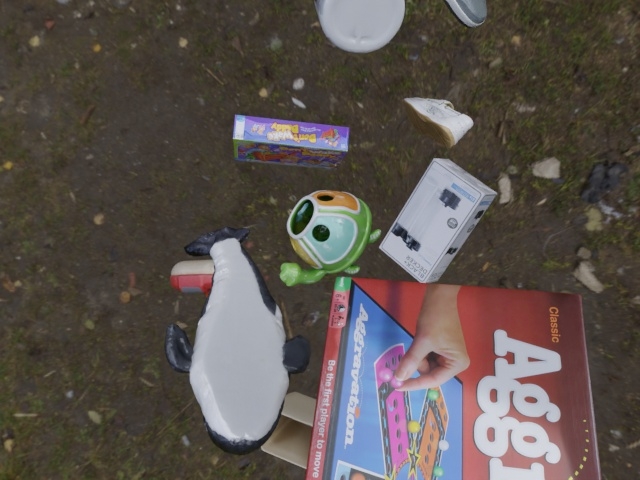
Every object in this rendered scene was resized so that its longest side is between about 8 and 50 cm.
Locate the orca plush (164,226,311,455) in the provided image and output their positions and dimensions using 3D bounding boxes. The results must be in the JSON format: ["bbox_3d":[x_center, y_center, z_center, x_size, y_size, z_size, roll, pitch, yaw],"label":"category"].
[{"bbox_3d":[-0.110,0.116,0.635,0.151,0.102,0.287,-8,48,-29],"label":"orca plush"}]

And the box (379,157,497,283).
[{"bbox_3d":[0.299,-0.048,1.452,0.169,0.087,0.290,43,119,25],"label":"box"}]

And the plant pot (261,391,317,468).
[{"bbox_3d":[-0.046,0.370,1.126,0.109,0.096,0.109,15,114,20],"label":"plant pot"}]

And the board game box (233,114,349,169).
[{"bbox_3d":[-0.100,-0.307,1.790,0.347,0.233,0.078,5,82,-6],"label":"board game box"}]

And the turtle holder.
[{"bbox_3d":[0.001,-0.018,1.752,0.320,0.227,0.243,-37,49,32],"label":"turtle holder"}]

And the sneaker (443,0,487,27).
[{"bbox_3d":[0.349,-0.633,1.231,0.124,0.178,0.295,-39,112,-28],"label":"sneaker"}]

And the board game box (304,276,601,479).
[{"bbox_3d":[0.061,0.150,0.269,0.145,0.027,0.281,4,58,9],"label":"board game box"}]

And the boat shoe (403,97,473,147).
[{"bbox_3d":[0.312,-0.329,1.490,0.096,0.098,0.277,-32,36,-2],"label":"boat shoe"}]

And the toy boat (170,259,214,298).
[{"bbox_3d":[-0.235,0.125,1.280,0.151,0.231,0.151,-3,83,21],"label":"toy boat"}]

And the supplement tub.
[{"bbox_3d":[0.079,-0.628,1.395,0.207,0.207,0.338,-19,43,7],"label":"supplement tub"}]
